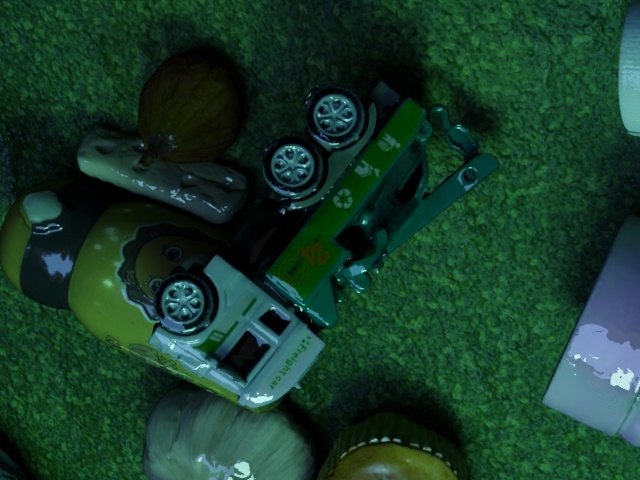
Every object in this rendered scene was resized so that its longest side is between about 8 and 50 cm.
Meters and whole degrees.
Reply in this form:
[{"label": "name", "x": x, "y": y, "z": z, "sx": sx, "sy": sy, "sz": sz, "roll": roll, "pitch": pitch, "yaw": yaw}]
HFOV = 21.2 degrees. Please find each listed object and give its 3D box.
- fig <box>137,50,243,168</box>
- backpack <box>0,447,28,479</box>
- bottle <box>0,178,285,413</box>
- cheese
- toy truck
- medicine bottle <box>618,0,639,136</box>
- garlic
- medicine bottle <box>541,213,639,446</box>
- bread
[{"label": "fig", "x": -0.154, "y": -0.121, "z": 1.760, "sx": 0.119, "sy": 0.153, "sz": 0.119, "roll": 39, "pitch": 150, "yaw": 28}, {"label": "backpack", "x": -0.411, "y": 0.409, "z": 2.149, "sx": 0.317, "sy": 0.197, "sz": 0.283, "roll": 37, "pitch": 125, "yaw": -6}, {"label": "bottle", "x": -0.182, "y": 0.046, "z": 1.844, "sx": 0.351, "sy": 0.171, "sz": 0.171, "roll": 22, "pitch": 125, "yaw": 11}, {"label": "cheese", "x": -0.169, "y": -0.072, "z": 1.835, "sx": 0.194, "sy": 0.065, "sz": 0.043, "roll": 20, "pitch": 153, "yaw": 15}, {"label": "toy truck", "x": -0.007, "y": -0.003, "z": 1.658, "sx": 0.178, "sy": 0.176, "sz": 0.363, "roll": 42, "pitch": 87, "yaw": 3}, {"label": "medicine bottle", "x": 0.394, "y": -0.150, "z": 1.492, "sx": 0.252, "sy": 0.144, "sz": 0.144, "roll": 6, "pitch": 121, "yaw": 25}, {"label": "garlic", "x": -0.121, "y": 0.281, "z": 1.934, "sx": 0.218, "sy": 0.212, "sz": 0.218, "roll": 15, "pitch": 128, "yaw": 20}, {"label": "medicine bottle", "x": 0.395, "y": 0.132, "z": 1.615, "sx": 0.325, "sy": 0.212, "sz": 0.212, "roll": 25, "pitch": 126, "yaw": 8}, {"label": "bread", "x": 0.065, "y": 0.318, "z": 1.881, "sx": 0.179, "sy": 0.133, "sz": 0.250, "roll": 23, "pitch": 105, "yaw": -3}]
